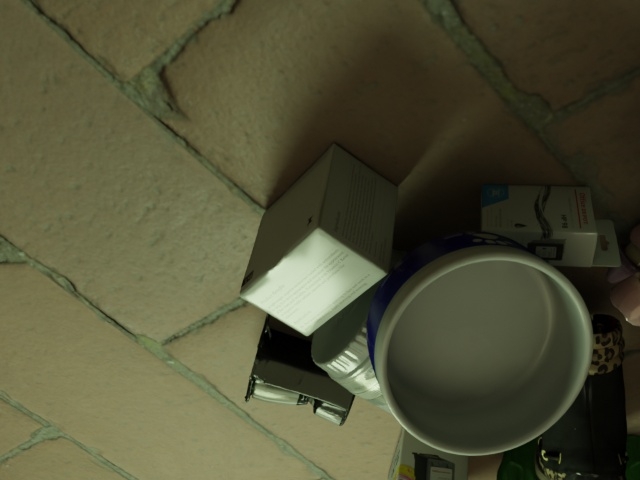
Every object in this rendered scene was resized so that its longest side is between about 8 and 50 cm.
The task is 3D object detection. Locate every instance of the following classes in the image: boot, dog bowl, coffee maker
[{"bbox_3d":[0.391,0.250,1.192,0.138,0.377,0.284,-4,93,15],"label":"boot"},{"bbox_3d":[0.193,0.125,0.972,0.265,0.104,0.264,-2,107,-6],"label":"dog bowl"},{"bbox_3d":[-0.023,0.214,1.305,0.178,0.120,0.171,14,132,-1],"label":"coffee maker"}]

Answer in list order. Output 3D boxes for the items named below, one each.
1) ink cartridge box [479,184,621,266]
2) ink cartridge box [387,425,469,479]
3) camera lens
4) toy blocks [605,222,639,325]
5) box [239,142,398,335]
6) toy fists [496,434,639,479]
[{"bbox_3d":[0.303,-0.021,1.035,0.180,0.104,0.060,2,130,10],"label":"ink cartridge box"},{"bbox_3d":[0.177,0.501,1.390,0.131,0.306,0.226,11,132,3],"label":"ink cartridge box"},{"bbox_3d":[0.153,0.157,1.147,0.274,0.219,0.219,31,130,-15],"label":"camera lens"},{"bbox_3d":[0.485,0.134,0.966,0.289,0.309,0.260,37,123,-3],"label":"toy blocks"},{"bbox_3d":[0.000,0.000,1.068,0.119,0.182,0.181,33,130,-19],"label":"box"},{"bbox_3d":[0.452,0.427,1.375,0.279,0.142,0.096,-3,130,16],"label":"toy fists"}]
